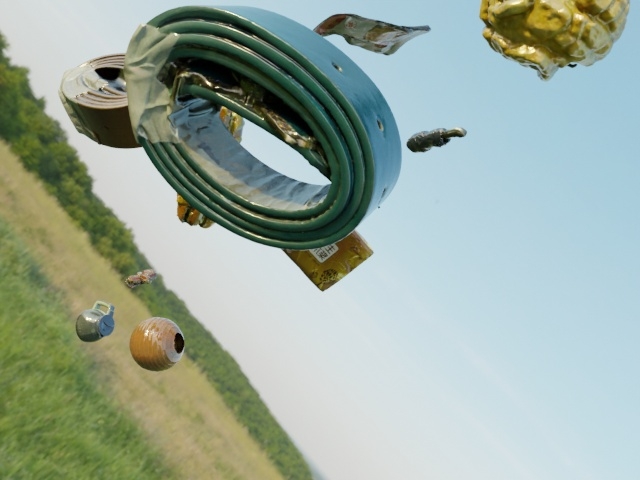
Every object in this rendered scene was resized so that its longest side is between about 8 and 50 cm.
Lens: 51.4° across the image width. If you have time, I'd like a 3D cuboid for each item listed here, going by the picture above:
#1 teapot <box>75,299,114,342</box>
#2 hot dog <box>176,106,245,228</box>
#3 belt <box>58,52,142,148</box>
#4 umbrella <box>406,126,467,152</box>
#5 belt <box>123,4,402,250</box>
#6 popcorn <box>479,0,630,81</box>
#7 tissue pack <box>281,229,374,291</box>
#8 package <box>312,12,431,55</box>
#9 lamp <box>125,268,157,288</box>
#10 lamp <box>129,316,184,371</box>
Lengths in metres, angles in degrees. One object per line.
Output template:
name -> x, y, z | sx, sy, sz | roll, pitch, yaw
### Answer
teapot -> -0.441, 0.160, 1.322 | 0.057, 0.088, 0.066 | -3, -32, 24
hot dog -> -0.223, -0.151, 1.325 | 0.115, 0.268, 0.072 | 8, 15, -25
belt -> -0.451, -0.316, 1.501 | 0.339, 0.217, 0.122 | 24, -33, 38
umbrella -> 0.347, -0.310, 1.984 | 0.071, 0.071, 0.248 | 52, -24, -13
belt -> -0.092, -0.172, 1.008 | 0.436, 0.300, 0.173 | 37, 28, 10
popcorn -> 0.392, -0.387, 1.131 | 0.250, 0.250, 0.190 | 37, -13, 42
tissue pack -> 0.000, 0.000, 1.732 | 0.226, 0.183, 0.092 | 48, 7, -30
package -> 0.108, -0.460, 1.471 | 0.154, 0.239, 0.030 | -11, -103, 59
lamp -> -0.432, 0.091, 1.622 | 0.083, 0.063, 0.031 | -75, 162, -74
lamp -> -0.404, 0.257, 1.642 | 0.136, 0.136, 0.136 | 46, -13, 14
